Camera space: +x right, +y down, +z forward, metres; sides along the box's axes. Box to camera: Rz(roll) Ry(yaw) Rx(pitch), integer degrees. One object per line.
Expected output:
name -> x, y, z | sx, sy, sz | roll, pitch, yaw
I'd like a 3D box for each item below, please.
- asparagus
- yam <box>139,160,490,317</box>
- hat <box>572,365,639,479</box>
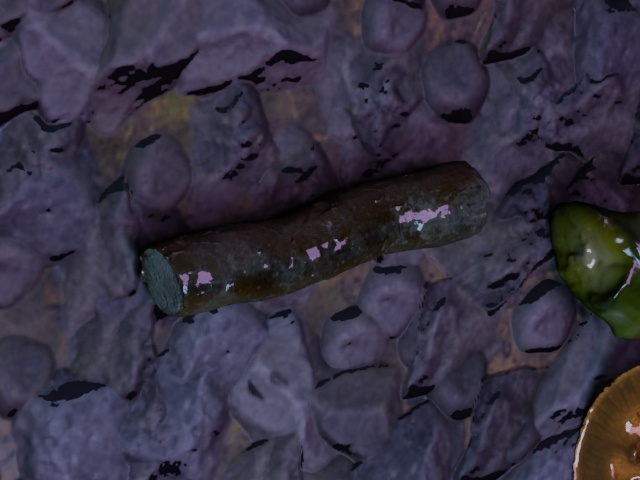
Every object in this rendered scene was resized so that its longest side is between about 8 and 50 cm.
asparagus -> 0.306, 0.053, 1.472 | 0.343, 0.085, 0.082 | 24, 131, -35
yam -> 0.000, 0.000, 1.266 | 0.253, 0.061, 0.061 | -16, 109, -29
hat -> 0.362, 0.195, 1.471 | 0.233, 0.244, 0.233 | -3, 83, -50
